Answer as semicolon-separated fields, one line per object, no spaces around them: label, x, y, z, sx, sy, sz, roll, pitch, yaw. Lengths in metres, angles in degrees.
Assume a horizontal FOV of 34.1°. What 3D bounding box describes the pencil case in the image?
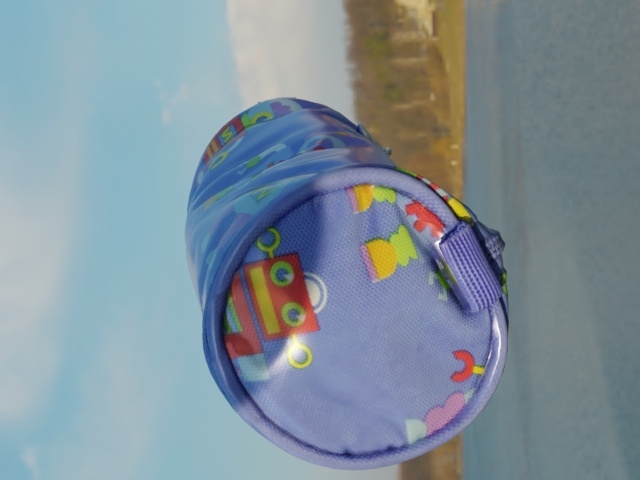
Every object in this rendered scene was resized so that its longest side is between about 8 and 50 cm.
pencil case;0.000;0.000;0.526;0.119;0.133;0.306;59;180;-15
